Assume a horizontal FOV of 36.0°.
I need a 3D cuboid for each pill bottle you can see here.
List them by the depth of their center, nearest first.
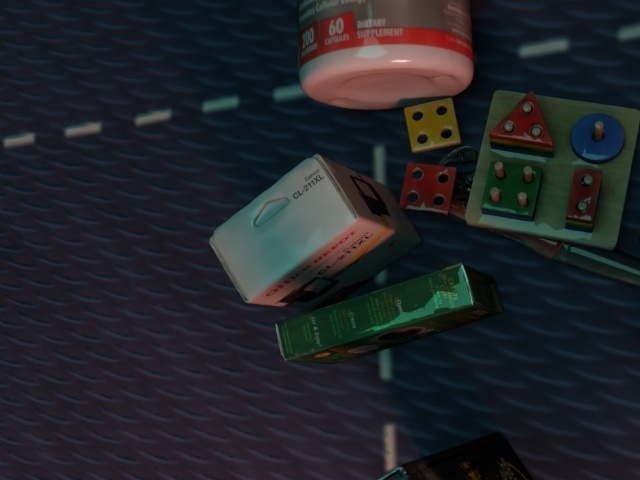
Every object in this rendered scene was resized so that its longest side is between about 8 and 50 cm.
[{"bbox_3d":[0.056,-0.277,0.915,0.161,0.161,0.283,-5,82,23],"label":"pill bottle"}]

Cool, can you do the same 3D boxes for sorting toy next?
[{"bbox_3d":[0.196,-0.072,0.869,0.274,0.046,0.132,11,74,17],"label":"sorting toy"}]

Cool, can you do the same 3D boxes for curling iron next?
[{"bbox_3d":[0.215,-0.011,0.886,0.274,0.035,0.068,29,96,23],"label":"curling iron"}]

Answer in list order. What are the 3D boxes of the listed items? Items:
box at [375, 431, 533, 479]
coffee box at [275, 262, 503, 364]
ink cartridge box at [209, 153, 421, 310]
[{"bbox_3d":[0.172,0.339,0.714,0.097,0.318,0.395,-37,71,17],"label":"box"},{"bbox_3d":[0.066,0.071,0.902,0.184,0.113,0.040,-19,74,22],"label":"coffee box"},{"bbox_3d":[0.000,0.000,0.901,0.127,0.175,0.072,-37,71,16],"label":"ink cartridge box"}]
